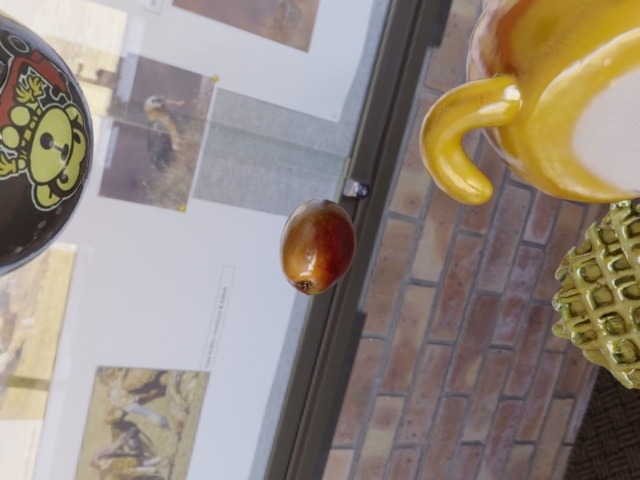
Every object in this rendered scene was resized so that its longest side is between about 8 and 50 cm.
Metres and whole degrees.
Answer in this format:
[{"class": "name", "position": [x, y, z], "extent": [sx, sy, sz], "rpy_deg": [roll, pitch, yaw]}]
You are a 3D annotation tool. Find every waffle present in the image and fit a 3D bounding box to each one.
[{"class": "waffle", "position": [0.524, 0.100, 0.896], "extent": [0.317, 0.073, 0.297], "rpy_deg": [33, 116, 36]}]

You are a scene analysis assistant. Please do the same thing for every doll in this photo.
[{"class": "doll", "position": [0.185, -0.147, 0.399], "extent": [0.167, 0.162, 0.270], "rpy_deg": [103, -169, -46]}]

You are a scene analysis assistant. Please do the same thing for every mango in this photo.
[{"class": "mango", "position": [0.000, 0.000, 0.890], "extent": [0.267, 0.111, 0.133], "rpy_deg": [-56, -51, -75]}]

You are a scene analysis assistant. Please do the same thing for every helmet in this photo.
[{"class": "helmet", "position": [-0.279, -0.059, 0.465], "extent": [0.278, 0.160, 0.231], "rpy_deg": [-29, 51, 48]}]
